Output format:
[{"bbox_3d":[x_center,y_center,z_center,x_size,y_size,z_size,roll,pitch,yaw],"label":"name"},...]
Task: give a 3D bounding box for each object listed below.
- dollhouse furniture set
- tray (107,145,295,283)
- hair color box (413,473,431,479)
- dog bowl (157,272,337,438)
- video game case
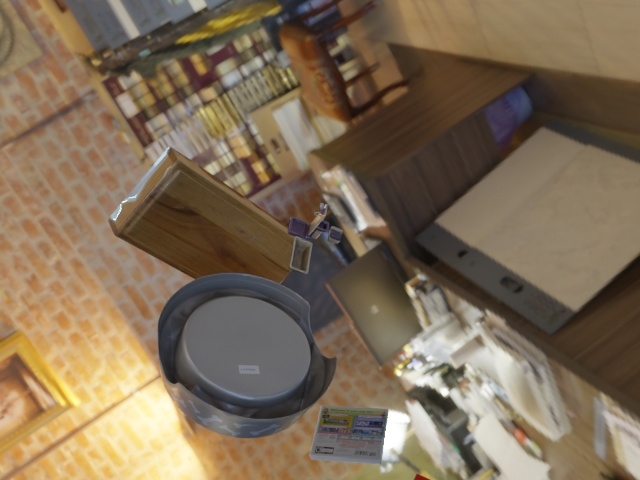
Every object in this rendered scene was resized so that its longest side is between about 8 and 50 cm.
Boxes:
[{"bbox_3d":[0.000,0.000,1.293,0.091,0.114,0.081,22,140,-16],"label":"dollhouse furniture set"},{"bbox_3d":[-0.227,-0.010,1.728,0.411,0.203,0.076,35,-169,-40],"label":"tray"},{"bbox_3d":[0.241,0.644,1.969,0.043,0.072,0.141,19,139,24],"label":"hair color box"},{"bbox_3d":[-0.147,0.222,1.528,0.349,0.348,0.102,51,138,30],"label":"dog bowl"},{"bbox_3d":[0.089,0.578,2.388,0.193,0.212,0.023,-74,-20,-50],"label":"video game case"}]
